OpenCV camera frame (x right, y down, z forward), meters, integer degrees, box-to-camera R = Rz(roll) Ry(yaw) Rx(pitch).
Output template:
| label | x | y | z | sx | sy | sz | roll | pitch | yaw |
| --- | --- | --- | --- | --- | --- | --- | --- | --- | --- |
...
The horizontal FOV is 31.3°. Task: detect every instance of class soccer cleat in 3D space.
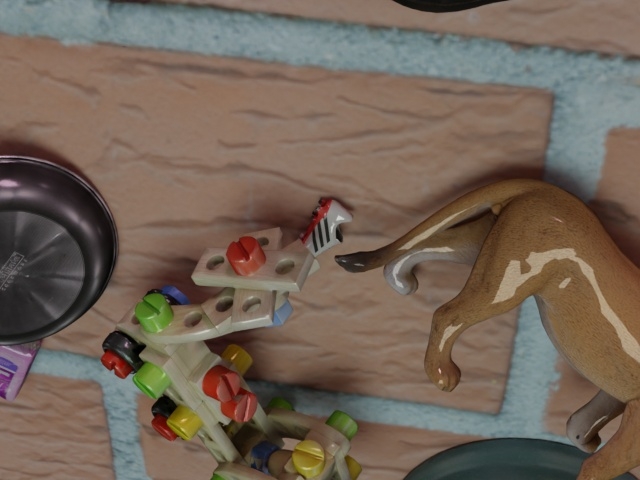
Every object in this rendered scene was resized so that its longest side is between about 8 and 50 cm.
| label | x | y | z | sx | sy | sz | roll | pitch | yaw |
| --- | --- | --- | --- | --- | --- | --- | --- | --- | --- |
| soccer cleat | 0.000 | 0.000 | 0.995 | 0.035 | 0.029 | 0.083 | 27 | 124 | -3 |

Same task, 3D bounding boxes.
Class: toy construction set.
| label | x | y | z | sx | sy | sz | roll | pitch | yaw |
| --- | --- | --- | --- | --- | --- | --- | --- | --- | --- |
| toy construction set | -0.069 | 0.136 | 1.024 | 0.215 | 0.151 | 0.328 | 19 | 134 | 39 |

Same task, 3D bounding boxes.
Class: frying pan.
| label | x | y | z | sx | sy | sz | roll | pitch | yaw |
| --- | --- | --- | --- | --- | --- | --- | --- | --- | --- |
| frying pan | -0.305 | -0.027 | 0.980 | 0.197 | 0.053 | 0.326 | -31 | 126 | 1 |

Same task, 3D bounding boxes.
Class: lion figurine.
| label | x | y | z | sx | sy | sz | roll | pitch | yaw |
| --- | --- | --- | --- | --- | --- | --- | --- | --- | --- |
| lion figurine | 0.227 | 0.060 | 0.921 | 0.392 | 0.142 | 0.240 | 36 | 119 | -9 |

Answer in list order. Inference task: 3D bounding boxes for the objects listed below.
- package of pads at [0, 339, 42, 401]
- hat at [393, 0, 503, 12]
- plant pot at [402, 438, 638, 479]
| label | x | y | z | sx | sy | sz | roll | pitch | yaw |
| --- | --- | --- | --- | --- | --- | --- | --- | --- | --- |
| package of pads | -0.319 | 0.122 | 1.160 | 0.050 | 0.032 | 0.083 | 28 | 128 | -6 |
| hat | 0.100 | -0.280 | 0.673 | 0.331 | 0.134 | 0.331 | 1 | 156 | 1 |
| plant pot | 0.198 | 0.367 | 1.126 | 0.293 | 0.196 | 0.293 | 7 | 128 | 9 |
